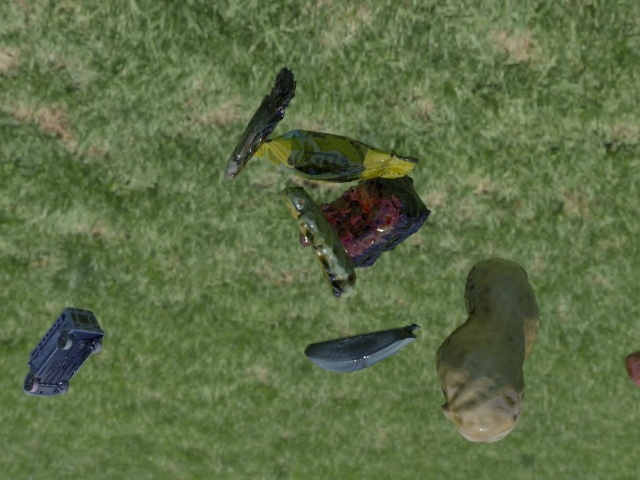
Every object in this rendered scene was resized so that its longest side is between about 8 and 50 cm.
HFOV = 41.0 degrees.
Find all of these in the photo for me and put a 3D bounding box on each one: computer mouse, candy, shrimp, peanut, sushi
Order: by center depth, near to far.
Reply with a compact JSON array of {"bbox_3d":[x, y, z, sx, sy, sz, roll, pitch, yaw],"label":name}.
[{"bbox_3d":[-0.067,-0.142,1.033,0.034,0.161,0.091,31,168,-7],"label":"shrimp"},{"bbox_3d":[0.213,0.126,1.067,0.117,0.263,0.101,27,148,-4],"label":"peanut"},{"bbox_3d":[0.013,-0.145,1.521,0.297,0.081,0.187,11,174,-5],"label":"candy"},{"bbox_3d":[0.083,0.209,1.617,0.229,0.068,0.113,-12,176,13],"label":"computer mouse"},{"bbox_3d":[0.093,-0.051,2.080,0.182,0.196,0.343,4,151,-41],"label":"sushi"}]

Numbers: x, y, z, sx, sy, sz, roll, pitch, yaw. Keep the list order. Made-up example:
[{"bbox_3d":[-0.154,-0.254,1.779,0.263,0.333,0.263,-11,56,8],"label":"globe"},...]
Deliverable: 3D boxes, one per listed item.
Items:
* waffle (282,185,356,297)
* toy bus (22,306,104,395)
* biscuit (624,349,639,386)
[{"bbox_3d":[0.003,-0.001,1.404,0.054,0.204,0.223,-27,-173,-1],"label":"waffle"},{"bbox_3d":[-0.443,0.193,1.460,0.073,0.076,0.167,17,122,-48],"label":"toy bus"},{"bbox_3d":[0.741,0.233,1.662,0.284,0.306,0.043,30,164,-3],"label":"biscuit"}]
